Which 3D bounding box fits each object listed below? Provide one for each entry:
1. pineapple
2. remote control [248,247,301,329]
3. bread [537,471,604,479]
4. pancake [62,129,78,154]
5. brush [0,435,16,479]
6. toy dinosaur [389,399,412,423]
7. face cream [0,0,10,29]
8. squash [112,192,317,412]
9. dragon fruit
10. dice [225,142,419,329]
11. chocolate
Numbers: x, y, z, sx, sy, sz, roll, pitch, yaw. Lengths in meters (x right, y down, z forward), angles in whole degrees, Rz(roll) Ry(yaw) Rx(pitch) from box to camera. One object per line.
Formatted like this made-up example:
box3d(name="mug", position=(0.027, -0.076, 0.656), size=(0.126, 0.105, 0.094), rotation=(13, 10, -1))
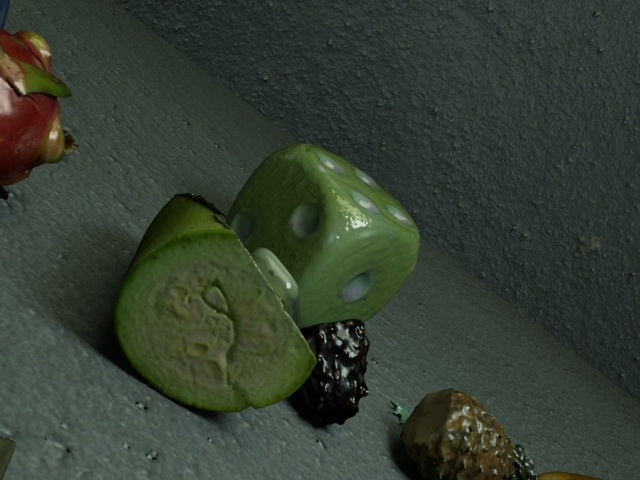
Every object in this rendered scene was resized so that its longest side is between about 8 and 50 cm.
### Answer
box3d(name="pineapple", position=(0.268, 0.363, 1.075), size=(0.310, 0.141, 0.170), rotation=(43, -14, -12))
box3d(name="remote control", position=(-0.059, 0.089, 0.994), size=(0.090, 0.038, 0.309), rotation=(50, -14, 14))
box3d(name="bread", position=(0.499, 0.488, 1.360), size=(0.239, 0.074, 0.093), rotation=(24, 26, -42))
box3d(name="pancake", position=(-0.499, -0.225, 1.114), size=(0.257, 0.056, 0.212), rotation=(46, 17, 24))
box3d(name="brush", position=(-0.259, 0.213, 0.494), size=(0.034, 0.028, 0.190), rotation=(29, 25, -20))
box3d(name="toy dinosaur", position=(0.148, 0.297, 1.195), size=(0.083, 0.021, 0.062), rotation=(38, 3, 1))
box3d(name="face cream", position=(-0.567, -0.375, 0.997), size=(0.248, 0.225, 0.249), rotation=(20, 17, -6))
box3d(name="squash", position=(-0.128, 0.048, 0.920), size=(0.234, 0.210, 0.309), rotation=(57, 14, -19))
box3d(name="dragon fruit", position=(-0.417, -0.158, 0.858), size=(0.224, 0.224, 0.227), rotation=(42, 14, 12))
box3d(name="dice", position=(0.000, 0.000, 1.252), size=(0.252, 0.254, 0.250), rotation=(19, 25, -48))
box3d(name="chocolate", position=(0.007, 0.196, 1.007), size=(0.156, 0.156, 0.133), rotation=(18, 52, -52))
